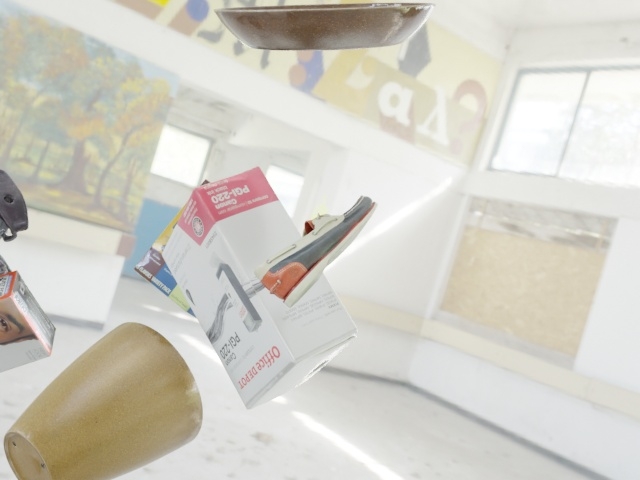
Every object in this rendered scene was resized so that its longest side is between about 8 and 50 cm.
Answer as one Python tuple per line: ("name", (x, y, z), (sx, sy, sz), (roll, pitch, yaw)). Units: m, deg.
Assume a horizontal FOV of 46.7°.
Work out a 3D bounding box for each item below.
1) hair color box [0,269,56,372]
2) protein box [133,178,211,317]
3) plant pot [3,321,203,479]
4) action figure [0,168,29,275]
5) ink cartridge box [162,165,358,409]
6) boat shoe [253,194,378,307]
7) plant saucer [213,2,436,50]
("hair color box", (-0.390, 0.105, 0.808), (0.167, 0.093, 0.053), (-19, 35, 0))
("protein box", (-0.187, 0.037, 1.341), (0.136, 0.201, 0.200), (34, -8, 23))
("plant pot", (-0.360, 0.292, 1.190), (0.237, 0.237, 0.254), (16, 29, 30))
("action figure", (-0.440, 0.027, 0.854), (0.285, 0.099, 0.185), (-29, -2, 43))
("ink cartridge box", (-0.074, 0.056, 0.822), (0.092, 0.218, 0.158), (-24, -16, -35))
("boat shoe", (0.000, 0.000, 0.636), (0.043, 0.137, 0.049), (40, -32, 8))
("plant saucer", (0.004, -0.194, 0.670), (0.198, 0.036, 0.199), (-1, 18, 0))
